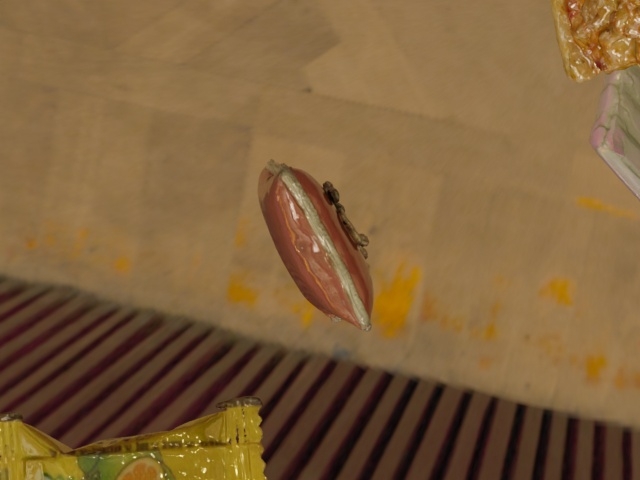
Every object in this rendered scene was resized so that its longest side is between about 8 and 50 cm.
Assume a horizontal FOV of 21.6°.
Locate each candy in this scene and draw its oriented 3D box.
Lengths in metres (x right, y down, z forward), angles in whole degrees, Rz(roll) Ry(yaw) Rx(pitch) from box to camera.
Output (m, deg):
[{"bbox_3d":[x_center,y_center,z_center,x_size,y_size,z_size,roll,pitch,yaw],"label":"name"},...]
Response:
[{"bbox_3d":[-0.201,0.259,1.731,0.297,0.081,0.187,-7,79,7],"label":"candy"}]

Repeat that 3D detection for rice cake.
[{"bbox_3d":[0.339,-0.106,1.656,0.037,0.189,0.198,-15,138,43],"label":"rice cake"}]

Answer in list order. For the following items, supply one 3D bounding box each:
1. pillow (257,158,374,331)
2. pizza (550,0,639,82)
[{"bbox_3d":[0.000,0.000,1.557,0.075,0.179,0.171,-27,96,-6],"label":"pillow"},{"bbox_3d":[0.254,-0.230,1.279,0.226,0.086,0.335,54,150,32],"label":"pizza"}]
